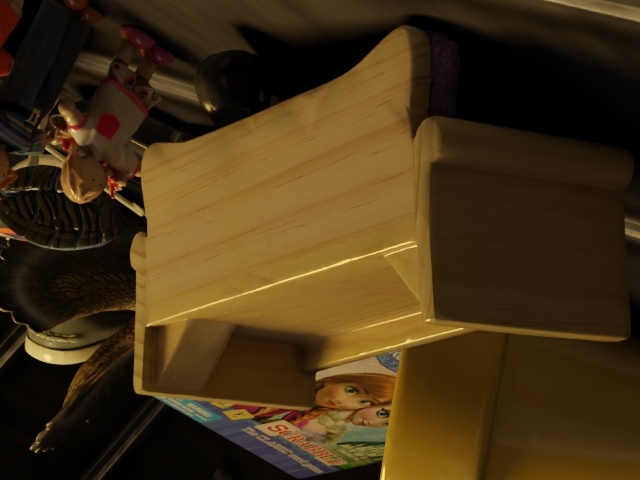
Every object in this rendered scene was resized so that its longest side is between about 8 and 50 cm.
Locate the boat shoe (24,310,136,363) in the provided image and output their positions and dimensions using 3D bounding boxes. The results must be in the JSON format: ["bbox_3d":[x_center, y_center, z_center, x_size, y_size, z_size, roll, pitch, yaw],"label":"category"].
[{"bbox_3d":[-0.223,0.052,2.249,0.116,0.099,0.319,21,-151,32],"label":"boat shoe"}]

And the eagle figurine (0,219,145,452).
[{"bbox_3d":[-0.208,0.081,2.092,0.298,0.226,0.225,-16,159,-8],"label":"eagle figurine"}]

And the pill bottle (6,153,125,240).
[{"bbox_3d":[-0.306,-0.018,2.297,0.121,0.121,0.221,24,170,16],"label":"pill bottle"}]

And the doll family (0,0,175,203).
[{"bbox_3d":[-0.231,-0.119,1.383,0.118,0.163,0.263,20,169,35],"label":"doll family"}]

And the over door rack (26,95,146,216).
[{"bbox_3d":[-0.331,-0.098,1.961,0.324,0.108,0.239,18,169,40],"label":"over door rack"}]

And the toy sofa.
[{"bbox_3d":[0.026,-0.001,1.207,0.150,0.177,0.362,8,164,-33],"label":"toy sofa"}]

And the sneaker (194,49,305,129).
[{"bbox_3d":[-0.040,-0.060,1.365,0.106,0.078,0.234,-13,152,27],"label":"sneaker"}]

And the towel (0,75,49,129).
[{"bbox_3d":[-0.342,-0.172,1.612,0.248,0.038,0.325,45,166,-14],"label":"towel"}]

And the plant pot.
[{"bbox_3d":[0.182,0.157,1.607,0.239,0.254,0.254,10,169,5],"label":"plant pot"}]

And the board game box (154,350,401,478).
[{"bbox_3d":[0.030,0.153,2.014,0.318,0.066,0.318,-16,149,27],"label":"board game box"}]

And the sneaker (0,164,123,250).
[{"bbox_3d":[-0.294,-0.036,1.883,0.221,0.083,0.087,11,178,20],"label":"sneaker"}]

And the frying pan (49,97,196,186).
[{"bbox_3d":[-0.156,-0.089,1.701,0.197,0.053,0.326,26,169,1],"label":"frying pan"}]
